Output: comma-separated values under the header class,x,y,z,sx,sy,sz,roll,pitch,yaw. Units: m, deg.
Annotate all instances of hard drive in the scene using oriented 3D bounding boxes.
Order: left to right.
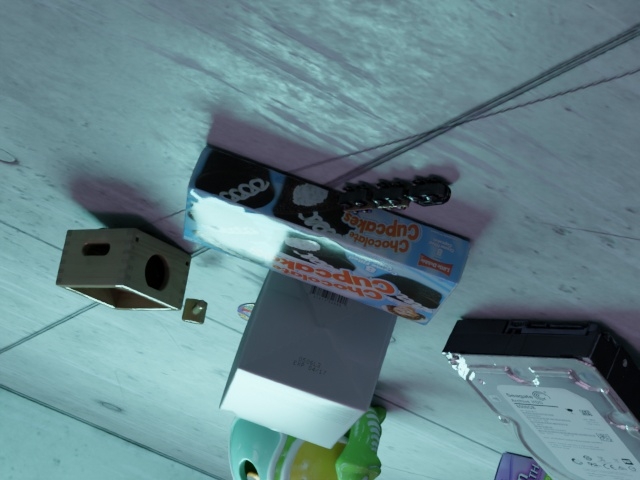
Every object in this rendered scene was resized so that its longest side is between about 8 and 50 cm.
class,x,y,z,sx,sy,sz,roll,pitch,yaw
hard drive,0.340,0.227,1.839,0.237,0.064,0.339,-2,139,45

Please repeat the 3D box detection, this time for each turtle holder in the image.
class,x,y,z,sx,sy,sz,roll,pitch,yaw
turtle holder,-0.008,0.355,2.356,0.320,0.227,0.243,9,157,28

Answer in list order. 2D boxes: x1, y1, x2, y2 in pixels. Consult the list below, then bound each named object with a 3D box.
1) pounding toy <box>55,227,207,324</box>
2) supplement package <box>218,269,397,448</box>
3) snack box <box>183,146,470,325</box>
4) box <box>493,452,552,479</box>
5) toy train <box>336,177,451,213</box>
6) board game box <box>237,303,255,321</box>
class,x,y,z,sx,sy,sz,roll,pitch,yaw
pounding toy,-0.226,0.048,1.964,0.181,0.094,0.206,-1,161,35
supplement package,-0.019,0.151,1.901,0.177,0.175,0.293,19,161,-3
snack box,0.000,0.000,1.652,0.322,0.060,0.187,20,161,-1
box,0.434,0.473,2.418,0.243,0.117,0.213,8,158,27
toy train,0.078,-0.046,1.509,0.036,0.027,0.158,22,163,-40
board game box,-0.053,0.147,2.136,0.168,0.033,0.133,30,158,-26
